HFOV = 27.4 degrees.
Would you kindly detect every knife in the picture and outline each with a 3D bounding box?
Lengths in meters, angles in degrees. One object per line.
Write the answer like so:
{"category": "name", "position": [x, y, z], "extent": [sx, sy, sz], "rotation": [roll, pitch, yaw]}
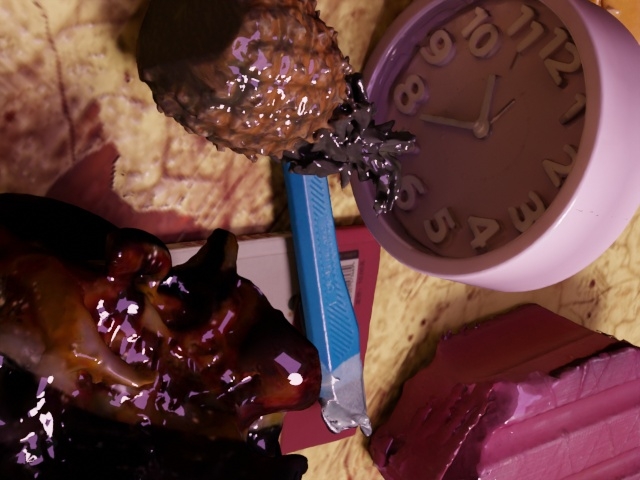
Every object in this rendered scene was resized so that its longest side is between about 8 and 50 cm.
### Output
{"category": "knife", "position": [-0.001, 0.000, 0.853], "extent": [0.044, 0.026, 0.296], "rotation": [-20, 111, -33]}

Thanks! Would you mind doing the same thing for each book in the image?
{"category": "book", "position": [-0.053, 0.075, 0.860], "extent": [0.232, 0.022, 0.162], "rotation": [-7, 109, -42]}

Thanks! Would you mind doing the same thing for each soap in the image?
{"category": "soap", "position": [0.168, 0.152, 1.053], "extent": [0.289, 0.112, 0.182], "rotation": [-14, 117, -41]}

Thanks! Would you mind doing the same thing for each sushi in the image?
{"category": "sushi", "position": [-0.117, 0.086, 0.674], "extent": [0.227, 0.215, 0.212], "rotation": [20, 81, -17]}

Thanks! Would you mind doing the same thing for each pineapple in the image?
{"category": "pineapple", "position": [-0.013, -0.083, 0.759], "extent": [0.197, 0.108, 0.108], "rotation": [31, 85, -41]}

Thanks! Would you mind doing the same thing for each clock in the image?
{"category": "clock", "position": [0.110, -0.069, 0.828], "extent": [0.068, 0.197, 0.197], "rotation": [13, 99, -46]}

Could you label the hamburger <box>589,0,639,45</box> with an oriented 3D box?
{"category": "hamburger", "position": [0.274, -0.217, 0.949], "extent": [0.314, 0.170, 0.290], "rotation": [-22, 116, -36]}
